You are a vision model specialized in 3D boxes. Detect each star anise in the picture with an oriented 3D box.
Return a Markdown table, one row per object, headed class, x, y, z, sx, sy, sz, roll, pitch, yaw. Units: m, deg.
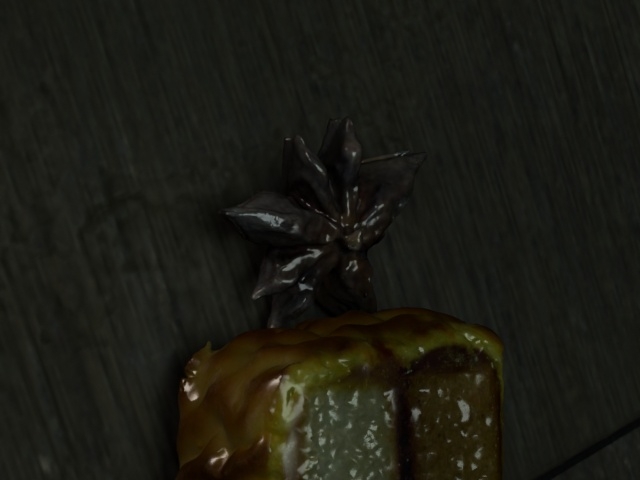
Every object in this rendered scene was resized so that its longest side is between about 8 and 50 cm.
| class | x | y | z | sx | sy | sz | roll | pitch | yaw |
| --- | --- | --- | --- | --- | --- | --- | --- | --- | --- |
| star anise | -0.006 | -0.005 | 1.017 | 0.129 | 0.056 | 0.124 | 14 | 97 | -46 |

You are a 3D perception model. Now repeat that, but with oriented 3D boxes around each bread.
| class | x | y | z | sx | sy | sz | roll | pitch | yaw |
| --- | --- | --- | --- | --- | --- | --- | --- | --- | --- |
| bread | 0.012 | 0.146 | 0.996 | 0.181 | 0.096 | 0.222 | -1 | 94 | -36 |
